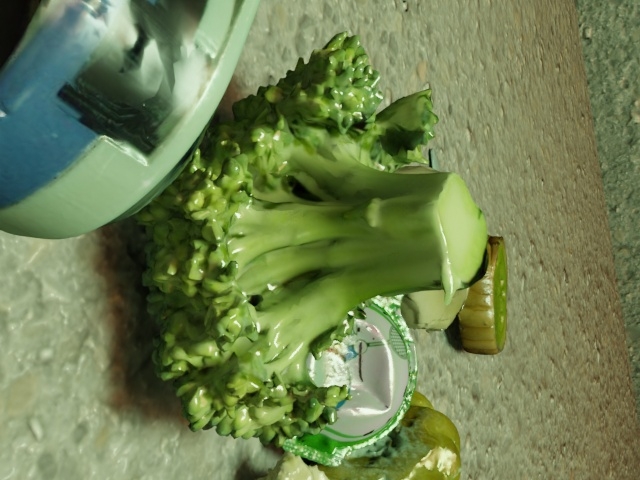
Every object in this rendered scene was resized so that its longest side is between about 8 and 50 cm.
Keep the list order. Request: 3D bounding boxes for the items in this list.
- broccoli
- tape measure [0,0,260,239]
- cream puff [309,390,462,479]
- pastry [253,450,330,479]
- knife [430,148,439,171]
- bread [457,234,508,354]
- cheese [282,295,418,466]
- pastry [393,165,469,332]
[{"bbox_3d":[-0.014,-0.012,0.645,0.277,0.317,0.338,57,18,-26],"label":"broccoli"},{"bbox_3d":[-0.166,-0.134,0.422,0.138,0.259,0.262,25,75,-50],"label":"tape measure"},{"bbox_3d":[0.085,0.301,0.848,0.221,0.194,0.195,-48,126,-42],"label":"cream puff"},{"bbox_3d":[-0.071,0.342,0.676,0.121,0.089,0.258,56,43,-33],"label":"pastry"},{"bbox_3d":[0.223,-0.036,1.211,0.063,0.034,0.260,6,79,-60],"label":"knife"},{"bbox_3d":[0.307,0.100,1.253,0.236,0.070,0.236,0,90,-68],"label":"bread"},{"bbox_3d":[0.036,0.105,0.808,0.203,0.083,0.321,23,72,-12],"label":"cheese"},{"bbox_3d":[0.141,0.011,0.994,0.264,0.133,0.265,-3,94,-57],"label":"pastry"}]
